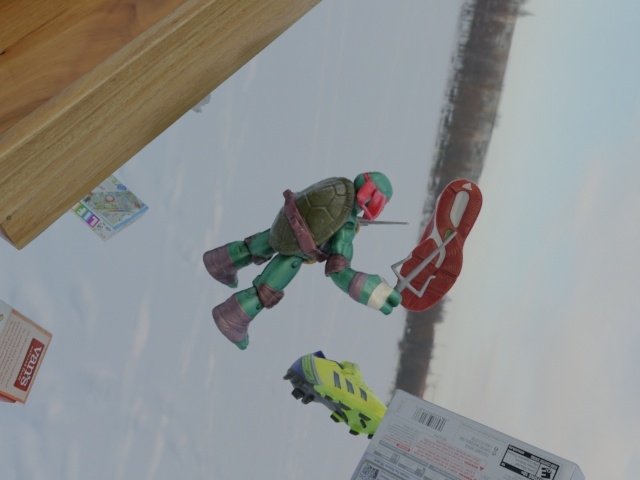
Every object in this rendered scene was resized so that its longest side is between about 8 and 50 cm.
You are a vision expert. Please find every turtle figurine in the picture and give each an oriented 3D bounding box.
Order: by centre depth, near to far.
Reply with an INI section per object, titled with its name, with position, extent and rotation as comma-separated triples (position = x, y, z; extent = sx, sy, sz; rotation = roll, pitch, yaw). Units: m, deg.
[turtle figurine]
position = 0.000, 0.000, 0.638
extent = 0.118, 0.234, 0.175
rotation = 54, 15, -29

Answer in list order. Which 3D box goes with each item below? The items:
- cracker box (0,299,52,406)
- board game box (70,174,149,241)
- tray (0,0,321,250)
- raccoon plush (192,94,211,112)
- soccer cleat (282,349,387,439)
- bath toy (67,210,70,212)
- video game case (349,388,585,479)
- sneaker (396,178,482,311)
[cracker box]
position = -0.315, 0.043, 0.450
extent = 0.232, 0.155, 0.067
rotation = 70, 29, -61
[board game box]
position = -0.345, -0.061, 1.067
extent = 0.026, 0.103, 0.154
rotation = -45, -174, 15
[tray]
position = -0.128, -0.195, 0.483
extent = 0.411, 0.203, 0.076
rotation = -47, 157, -27
[raccoon plush]
position = -0.500, -0.389, 1.479
extent = 0.216, 0.299, 0.446
rotation = -63, 146, -7
[soccer cleat]
position = 0.044, 0.267, 1.223
extent = 0.121, 0.289, 0.093
rotation = -36, 116, -25
[bath toy]
position = -0.539, -0.127, 1.341
extent = 0.129, 0.348, 0.151
rotation = 9, 89, -51
[video game case]
position = 0.159, 0.351, 0.854
extent = 0.244, 0.269, 0.061
rotation = -57, 136, -19
[sneaker]
position = 0.195, 0.005, 1.065
extent = 0.221, 0.087, 0.128
rotation = -62, 173, 14
